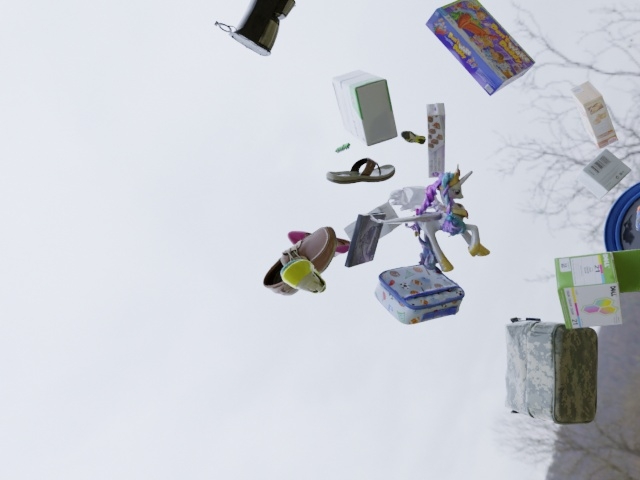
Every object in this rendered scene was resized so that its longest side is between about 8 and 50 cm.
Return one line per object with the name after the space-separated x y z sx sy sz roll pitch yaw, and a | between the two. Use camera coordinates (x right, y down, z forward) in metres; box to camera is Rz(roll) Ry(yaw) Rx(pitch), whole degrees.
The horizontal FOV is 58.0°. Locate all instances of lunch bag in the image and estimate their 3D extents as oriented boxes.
0.672 0.386 1.749 0.213 0.256 0.304 8 -99 -30 | lunch bag
0.367 0.192 2.091 0.304 0.243 0.114 -9 -55 -31 | lunch bag

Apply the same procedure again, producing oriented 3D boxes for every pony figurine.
0.389 -0.072 2.006 0.363 0.351 0.302 68 -151 -22 | pony figurine

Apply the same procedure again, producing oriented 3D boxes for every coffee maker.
-0.177 -0.645 1.643 0.171 0.120 0.178 25 -90 -47 | coffee maker

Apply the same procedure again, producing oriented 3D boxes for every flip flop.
0.144 -0.246 1.998 0.277 0.112 0.080 -7 -72 -27 | flip flop

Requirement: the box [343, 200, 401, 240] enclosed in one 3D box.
0.221 -0.061 2.405 0.119 0.182 0.181 58 -156 1 | box

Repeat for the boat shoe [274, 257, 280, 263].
-0.132 0.098 2.239 0.227 0.081 0.079 -42 -4 43 | boat shoe

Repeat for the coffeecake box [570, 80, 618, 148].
0.933 -0.429 1.968 0.185 0.068 0.142 53 -158 -27 | coffeecake box

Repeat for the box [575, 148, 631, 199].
0.852 -0.200 1.742 0.101 0.102 0.087 -42 -15 -1 | box

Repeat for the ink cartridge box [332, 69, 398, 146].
0.154 -0.480 2.059 0.122 0.289 0.211 -19 -63 -7 | ink cartridge box

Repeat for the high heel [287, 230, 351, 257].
0.000 0.000 2.177 0.244 0.117 0.082 25 -127 -25 | high heel

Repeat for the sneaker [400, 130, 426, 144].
0.245 -0.278 1.561 0.083 0.035 0.031 12 -81 -33 | sneaker

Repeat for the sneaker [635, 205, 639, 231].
1.066 -0.043 1.748 0.083 0.221 0.087 22 -91 -35 | sneaker

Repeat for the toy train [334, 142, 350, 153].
0.081 -0.338 2.107 0.017 0.083 0.023 27 -110 -28 | toy train

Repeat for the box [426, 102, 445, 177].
0.413 -0.351 2.065 0.323 0.063 0.067 74 -163 -53 | box

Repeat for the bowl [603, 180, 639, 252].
1.143 -0.021 1.893 0.077 0.391 0.390 0 -76 -41 | bowl

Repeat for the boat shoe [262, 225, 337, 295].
-0.070 0.072 1.869 0.117 0.123 0.324 12 -49 -42 | boat shoe

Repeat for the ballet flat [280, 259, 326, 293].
-0.031 0.101 1.481 0.077 0.077 0.231 -47 -17 2 | ballet flat

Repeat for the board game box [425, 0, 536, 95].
0.567 -0.697 2.043 0.233 0.347 0.078 -35 -9 -35 | board game box

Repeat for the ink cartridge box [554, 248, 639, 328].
0.706 0.114 1.372 0.188 0.256 0.096 55 -144 -43 | ink cartridge box

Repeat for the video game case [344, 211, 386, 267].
0.169 -0.006 2.140 0.274 0.026 0.195 -10 -64 -67 | video game case
